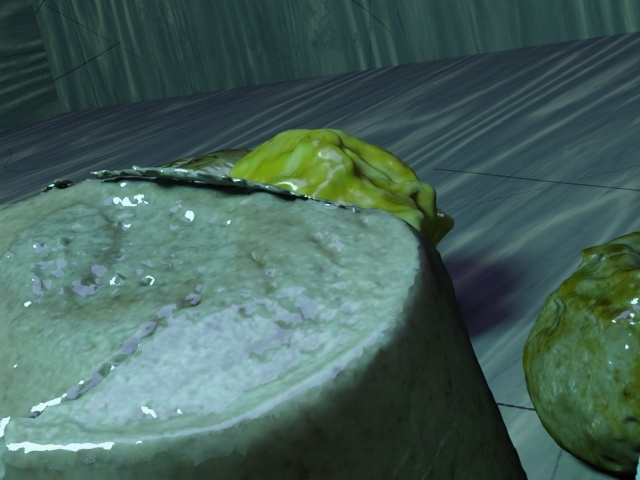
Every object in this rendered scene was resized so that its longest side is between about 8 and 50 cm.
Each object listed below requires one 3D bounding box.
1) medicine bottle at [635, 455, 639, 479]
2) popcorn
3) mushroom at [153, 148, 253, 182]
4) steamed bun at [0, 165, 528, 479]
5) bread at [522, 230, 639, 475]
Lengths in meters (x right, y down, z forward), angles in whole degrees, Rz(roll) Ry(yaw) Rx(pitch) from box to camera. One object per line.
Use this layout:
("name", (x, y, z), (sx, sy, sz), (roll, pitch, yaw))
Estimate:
("medicine bottle", (0.298, 0.095, 0.486), (0.318, 0.158, 0.158), (-16, 14, -11))
("popcorn", (0.000, 0.000, 1.082), (0.253, 0.190, 0.191), (-8, 7, 34))
("mushroom", (-0.143, -0.003, 1.282), (0.278, 0.146, 0.278), (-32, -4, -2))
("steamed bun", (-0.071, 0.113, 0.585), (0.301, 0.251, 0.199), (0, 32, 27))
("bread", (0.238, 0.055, 0.782), (0.230, 0.123, 0.230), (-13, 11, 3))
